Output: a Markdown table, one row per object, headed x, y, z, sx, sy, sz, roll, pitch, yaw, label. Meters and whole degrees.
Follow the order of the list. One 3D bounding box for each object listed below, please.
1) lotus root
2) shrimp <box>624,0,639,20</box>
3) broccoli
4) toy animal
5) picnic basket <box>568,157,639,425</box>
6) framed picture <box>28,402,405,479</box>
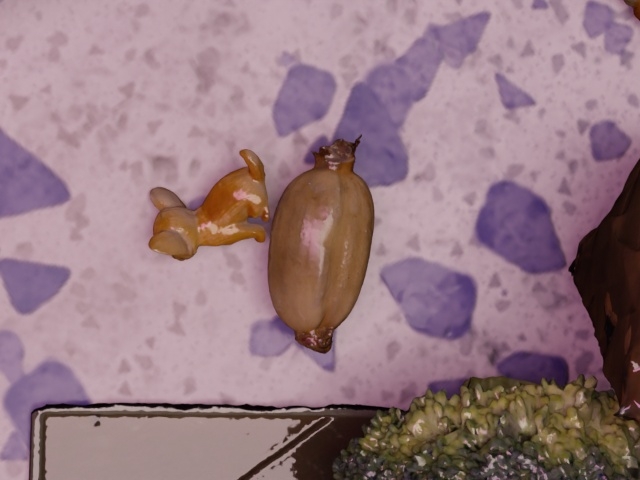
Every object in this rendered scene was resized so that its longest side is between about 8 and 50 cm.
| x | y | z | sx | sy | sz | roll | pitch | yaw | label |
| --- | --- | --- | --- | --- | --- | --- | --- | --- | --- |
| 0.000 | 0.000 | 1.296 | 0.073 | 0.062 | 0.150 | 7 | 93 | -34 | lotus root |
| 0.311 | -0.275 | 1.357 | 0.169 | 0.058 | 0.296 | 32 | 91 | -13 | shrimp |
| 0.132 | 0.173 | 1.298 | 0.226 | 0.176 | 0.198 | 23 | 133 | 17 | broccoli |
| -0.078 | -0.021 | 1.279 | 0.083 | 0.060 | 0.081 | -7 | 137 | -15 | toy animal |
| 0.370 | 0.025 | 1.267 | 0.337 | 0.293 | 0.337 | -1 | 116 | -2 | picnic basket |
| -0.070 | 0.207 | 1.324 | 0.265 | 0.018 | 0.192 | 2 | 95 | -14 | framed picture |
